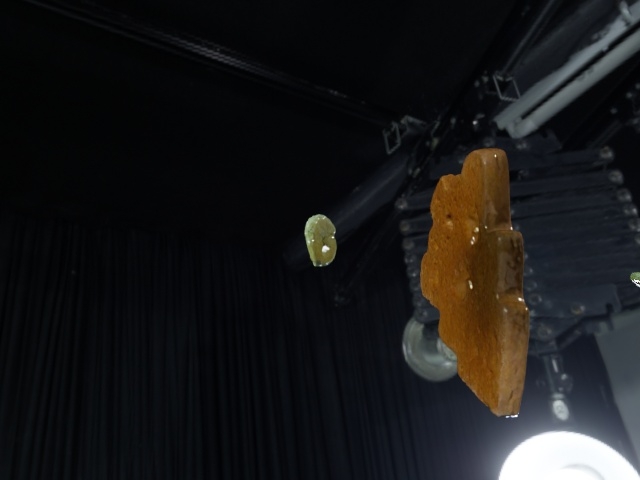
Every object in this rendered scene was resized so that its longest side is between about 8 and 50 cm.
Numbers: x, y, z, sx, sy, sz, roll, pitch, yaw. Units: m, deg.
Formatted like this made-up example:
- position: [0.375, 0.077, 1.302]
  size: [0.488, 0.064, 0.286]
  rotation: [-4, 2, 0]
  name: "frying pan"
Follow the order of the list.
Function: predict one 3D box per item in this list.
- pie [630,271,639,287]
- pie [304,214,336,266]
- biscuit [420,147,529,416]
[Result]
- position: [0.564, 0.079, 0.965]
  size: [0.021, 0.084, 0.084]
  rotation: [-54, -38, -2]
  name: "pie"
- position: [0.000, 0.000, 0.903]
  size: [0.020, 0.084, 0.084]
  rotation: [-5, -24, 32]
  name: "pie"
- position: [0.185, 0.056, 0.676]
  size: [0.043, 0.306, 0.284]
  rotation: [-1, -34, -8]
  name: "biscuit"
